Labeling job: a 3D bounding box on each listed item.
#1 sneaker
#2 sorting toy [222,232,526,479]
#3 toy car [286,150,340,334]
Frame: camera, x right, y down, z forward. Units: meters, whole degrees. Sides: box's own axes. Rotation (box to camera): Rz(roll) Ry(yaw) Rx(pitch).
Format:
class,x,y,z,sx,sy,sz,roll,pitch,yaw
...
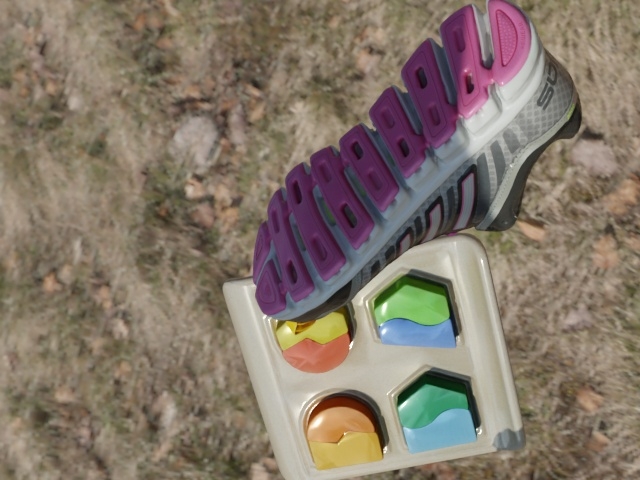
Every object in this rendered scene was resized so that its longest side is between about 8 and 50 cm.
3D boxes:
class,x,y,z,sx,sy,sz,roll,pitch,yaw
sneaker,0.041,-0.019,0.448,0.170,0.075,0.063,-46,45,25
sorting toy,0.042,0.101,0.845,0.208,0.193,0.038,-10,22,13
toy car,0.000,0.000,0.589,0.060,0.122,0.040,35,139,12
